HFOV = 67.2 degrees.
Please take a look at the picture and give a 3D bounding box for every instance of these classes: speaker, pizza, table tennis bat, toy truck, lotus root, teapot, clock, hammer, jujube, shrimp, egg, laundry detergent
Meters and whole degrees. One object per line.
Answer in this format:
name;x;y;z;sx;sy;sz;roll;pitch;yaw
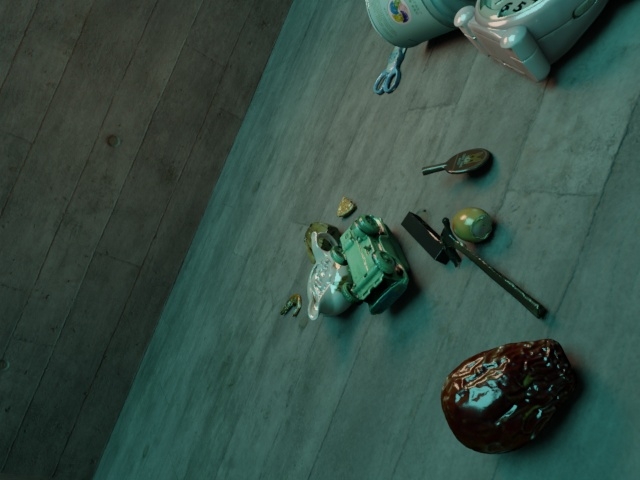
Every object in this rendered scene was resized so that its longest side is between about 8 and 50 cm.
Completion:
speaker;0.268;-0.009;1.222;0.046;0.040;0.191;-58;30;17
pizza;0.089;-0.117;1.615;0.083;0.025;0.078;-26;53;41
table tennis bat;0.355;-0.150;1.216;0.169;0.119;0.108;-9;32;32
toy truck;0.138;0.056;1.273;0.155;0.156;0.279;-50;33;27
lotus root;0.004;-0.001;1.630;0.144;0.070;0.143;45;115;55
teapot;0.028;0.112;1.436;0.204;0.139;0.298;-43;37;40
clock;0.510;-0.559;1.087;0.326;0.183;0.342;-50;38;19
hammer;0.348;0.061;1.001;0.026;0.125;0.297;-29;39;-10
jujube;0.325;0.264;0.832;0.236;0.168;0.168;-37;38;18
shrimp;-0.105;0.241;1.683;0.114;0.023;0.083;-47;37;25
egg;0.338;-0.036;1.085;0.080;0.080;0.096;-64;25;5
laundry detergent;0.330;-0.743;1.400;0.305;0.287;0.288;11;79;61

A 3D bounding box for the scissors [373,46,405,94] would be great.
scissors;0.265;-0.637;1.694;0.125;0.030;0.256;21;90;60
